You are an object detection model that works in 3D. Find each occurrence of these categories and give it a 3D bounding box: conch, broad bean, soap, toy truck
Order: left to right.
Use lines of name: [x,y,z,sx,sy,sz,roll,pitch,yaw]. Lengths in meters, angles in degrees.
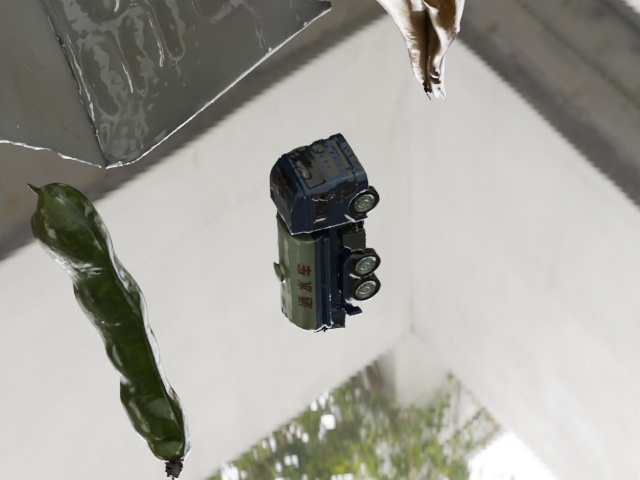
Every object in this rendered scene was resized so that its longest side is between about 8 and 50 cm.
broad bean: [-0.142,0.061,1.125,0.052,0.256,0.052,-9,-147,15]
soap: [-0.162,-0.233,1.351,0.159,0.257,0.302,19,-130,41]
toy truck: [0.000,0.000,1.423,0.088,0.201,0.074,-17,-131,-14]
conch: [0.093,-0.240,1.525,0.109,0.330,0.093,15,-110,25]
